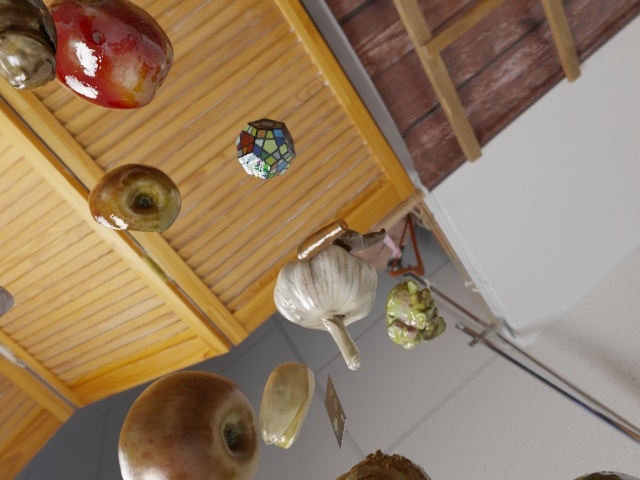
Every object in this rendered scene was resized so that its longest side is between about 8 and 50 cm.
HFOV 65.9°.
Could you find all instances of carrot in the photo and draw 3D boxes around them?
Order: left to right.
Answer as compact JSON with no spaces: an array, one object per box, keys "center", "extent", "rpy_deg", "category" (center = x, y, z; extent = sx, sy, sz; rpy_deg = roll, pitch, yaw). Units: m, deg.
[{"center":[0.000,0.000,0.712],"extent":[0.093,0.032,0.032],"rpy_deg":[-37,-161,34],"category":"carrot"}]

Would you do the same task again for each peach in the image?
[{"center":[-0.400,-0.354,0.917],"extent":[0.243,0.244,0.199],"rpy_deg":[5,-104,58],"category":"peach"}]

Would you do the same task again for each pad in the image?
[{"center":[0.041,0.504,1.464],"extent":[0.004,0.127,0.190],"rpy_deg":[-1,-154,-14],"category":"pad"}]

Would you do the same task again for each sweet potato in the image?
[{"center":[0.079,-0.001,0.992],"extent":[0.050,0.050,0.214],"rpy_deg":[-23,169,30],"category":"sweet potato"}]

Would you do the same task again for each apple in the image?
[{"center":[-0.418,-0.094,1.124],"extent":[0.173,0.195,0.160],"rpy_deg":[-7,-102,59],"category":"apple"},{"center":[-0.339,0.558,1.364],"extent":[0.334,0.400,0.400],"rpy_deg":[-6,-150,11],"category":"apple"}]

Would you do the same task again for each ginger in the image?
[{"center":[-0.425,-0.353,0.631],"extent":[0.133,0.309,0.107],"rpy_deg":[17,-142,38],"category":"ginger"}]

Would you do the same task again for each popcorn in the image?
[{"center":[0.153,0.118,0.816],"extent":[0.089,0.109,0.097],"rpy_deg":[-20,-177,27],"category":"popcorn"}]

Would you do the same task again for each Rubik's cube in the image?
[{"center":[-0.117,-0.198,1.063],"extent":[0.133,0.112,0.133],"rpy_deg":[-38,164,-12],"category":"Rubik's cube"}]

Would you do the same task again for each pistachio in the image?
[{"center":[-0.081,0.385,1.179],"extent":[0.145,0.117,0.200],"rpy_deg":[-42,-158,52],"category":"pistachio"}]

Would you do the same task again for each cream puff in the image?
[{"center":[0.097,0.373,0.691],"extent":[0.165,0.150,0.115],"rpy_deg":[-37,171,26],"category":"cream puff"}]

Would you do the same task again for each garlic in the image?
[{"center":[0.024,0.135,0.894],"extent":[0.199,0.199,0.225],"rpy_deg":[-29,-125,17],"category":"garlic"}]

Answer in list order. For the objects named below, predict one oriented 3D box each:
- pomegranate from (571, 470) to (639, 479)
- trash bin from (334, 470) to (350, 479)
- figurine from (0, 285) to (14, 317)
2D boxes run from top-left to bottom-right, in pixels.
[{"center":[0.384,0.386,0.573],"extent":[0.263,0.210,0.211],"rpy_deg":[4,-157,-7],"category":"pomegranate"},{"center":[0.145,0.695,1.158],"extent":[0.214,0.214,0.334],"rpy_deg":[-43,-130,-15],"category":"trash bin"},{"center":[-0.473,0.084,0.632],"extent":[0.138,0.111,0.229],"rpy_deg":[-3,-170,-34],"category":"figurine"}]
